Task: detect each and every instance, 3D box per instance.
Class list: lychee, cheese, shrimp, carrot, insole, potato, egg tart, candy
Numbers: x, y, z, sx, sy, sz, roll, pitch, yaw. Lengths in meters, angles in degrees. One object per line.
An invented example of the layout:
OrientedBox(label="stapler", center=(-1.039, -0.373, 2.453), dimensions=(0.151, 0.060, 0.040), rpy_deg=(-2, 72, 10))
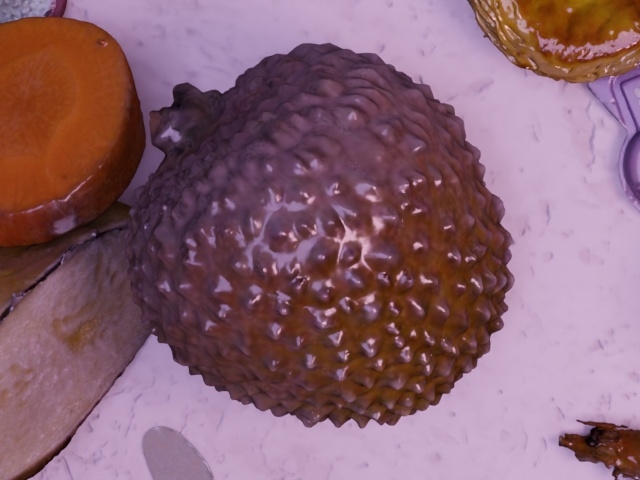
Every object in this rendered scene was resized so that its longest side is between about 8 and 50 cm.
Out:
OrientedBox(label="lychee", center=(0.000, 0.000, 1.631), dimensions=(0.432, 0.380, 0.380), rpy_deg=(40, 100, -13))
OrientedBox(label="cheese", center=(0.363, -0.102, 1.714), dimensions=(0.105, 0.042, 0.191), rpy_deg=(-20, 88, 10))
OrientedBox(label="shrimp", center=(0.390, 0.274, 1.713), dimensions=(0.287, 0.063, 0.152), rpy_deg=(12, 115, 24))
OrientedBox(label="carrot", center=(-0.313, -0.116, 1.729), dimensions=(0.258, 0.307, 0.100), rpy_deg=(-26, 133, -2))
OrientedBox(label="insole", center=(-0.141, 0.300, 1.853), dimensions=(0.065, 0.004, 0.197), rpy_deg=(-35, 86, 11))
OrientedBox(label="potato", center=(-0.391, 0.069, 1.767), dimensions=(0.296, 0.290, 0.397), rpy_deg=(31, 85, 23))
OrientedBox(label="egg tart", center=(0.282, -0.310, 1.684), dimensions=(0.294, 0.116, 0.295), rpy_deg=(0, 91, 13))
OrientedBox(label="candy", center=(-0.342, -0.280, 1.842), dimensions=(0.103, 0.043, 0.103), rpy_deg=(0, 92, 9))
